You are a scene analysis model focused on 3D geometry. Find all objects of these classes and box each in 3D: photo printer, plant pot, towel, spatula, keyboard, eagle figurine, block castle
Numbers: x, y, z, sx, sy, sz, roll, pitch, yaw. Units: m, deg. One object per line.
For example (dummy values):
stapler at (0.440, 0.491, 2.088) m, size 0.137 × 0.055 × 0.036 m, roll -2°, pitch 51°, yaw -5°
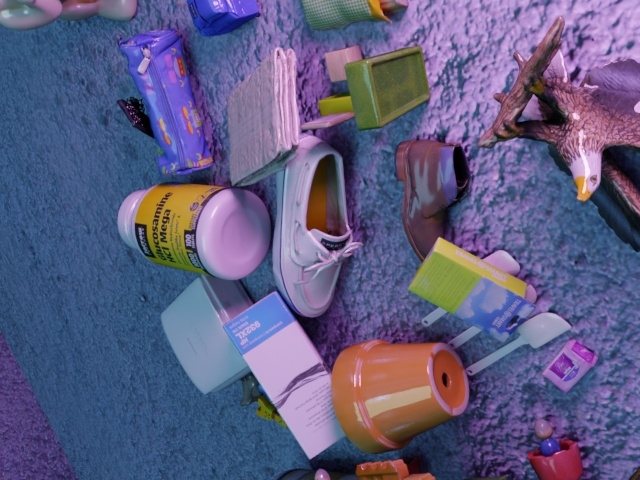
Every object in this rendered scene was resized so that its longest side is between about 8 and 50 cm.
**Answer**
photo printer at (-0.264, 0.228, 1.626) m, size 0.307 × 0.107 × 0.256 m, roll -39°, pitch 79°, yaw 47°
plant pot at (0.155, 0.267, 1.214) m, size 0.187 × 0.205 × 0.205 m, roll -24°, pitch 96°, yaw 38°
towel at (-0.105, -0.210, 1.198) m, size 0.282 × 0.049 × 0.187 m, roll -13°, pitch 78°, yaw 63°
spatula at (0.284, 0.133, 1.146) m, size 0.168 × 0.019 × 0.242 m, roll 47°, pitch 137°, yaw 4°
keyboard at (-0.376, -0.268, 1.436) m, size 0.100 × 0.038 × 0.192 m, roll 55°, pitch -178°, yaw 4°
eagle figurine at (0.360, -0.117, 0.840) m, size 0.298 × 0.225 × 0.226 m, roll 21°, pitch 177°, yaw -3°
block castle at (0.206, 0.460, 1.180) m, size 0.453 × 0.303 × 0.213 m, roll -27°, pitch 76°, yaw 47°

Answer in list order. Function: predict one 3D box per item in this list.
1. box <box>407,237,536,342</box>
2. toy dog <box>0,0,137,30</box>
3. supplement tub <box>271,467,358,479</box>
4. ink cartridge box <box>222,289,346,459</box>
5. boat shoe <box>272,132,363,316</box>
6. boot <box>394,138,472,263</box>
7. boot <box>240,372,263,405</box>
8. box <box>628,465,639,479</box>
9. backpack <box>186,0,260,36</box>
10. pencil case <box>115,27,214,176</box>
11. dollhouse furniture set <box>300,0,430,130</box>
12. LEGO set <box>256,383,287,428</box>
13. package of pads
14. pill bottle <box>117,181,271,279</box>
box at (0.242, 0.080, 1.077) m, size 0.178 × 0.042 × 0.109 m, roll 29°, pitch 134°, yaw 4°
toy dog at (-0.641, -0.555, 1.314) m, size 0.395 × 0.408 × 0.285 m, roll 19°, pitch 124°, yaw 34°
supplement tub at (0.029, 0.641, 1.514) m, size 0.316 × 0.228 × 0.228 m, roll -15°, pitch 102°, yaw 46°
ink cartridge box at (-0.058, 0.263, 1.377) m, size 0.308 × 0.129 × 0.223 m, roll 57°, pitch 174°, yaw 2°
boat shoe at (0.007, -0.003, 1.227) m, size 0.156 × 0.135 × 0.367 m, roll 31°, pitch 126°, yaw 49°
boot at (0.190, -0.056, 1.074) m, size 0.106 × 0.082 × 0.219 m, roll -1°, pitch 110°, yaw 46°
boot at (-0.183, 0.368, 1.696) m, size 0.118 × 0.042 × 0.087 m, roll -28°, pitch 87°, yaw 46°
box at (0.573, 0.428, 1.013) m, size 0.216 × 0.060 × 0.270 m, roll 34°, pitch 132°, yaw 24°
backpack at (-0.188, -0.422, 1.200) m, size 0.120 × 0.101 × 0.098 m, roll -11°, pitch 99°, yaw 49°
pencil case at (-0.312, -0.278, 1.375) m, size 0.119 × 0.133 × 0.306 m, roll -12°, pitch 110°, yaw 3°
dollhouse furniture set at (0.024, -0.328, 1.019) m, size 0.197 × 0.151 × 0.302 m, roll 3°, pitch 115°, yaw 42°
LEGO set at (-0.091, 0.376, 1.576) m, size 0.093 × 0.087 × 0.227 m, roll 31°, pitch 132°, yaw 27°
package of pads at (0.394, 0.200, 1.067) m, size 0.050 × 0.032 × 0.083 m, roll 39°, pitch 134°, yaw 18°
pill bottle at (-0.283, -0.029, 1.445) m, size 0.333 × 0.188 × 0.188 m, roll 8°, pitch 118°, yaw 40°
